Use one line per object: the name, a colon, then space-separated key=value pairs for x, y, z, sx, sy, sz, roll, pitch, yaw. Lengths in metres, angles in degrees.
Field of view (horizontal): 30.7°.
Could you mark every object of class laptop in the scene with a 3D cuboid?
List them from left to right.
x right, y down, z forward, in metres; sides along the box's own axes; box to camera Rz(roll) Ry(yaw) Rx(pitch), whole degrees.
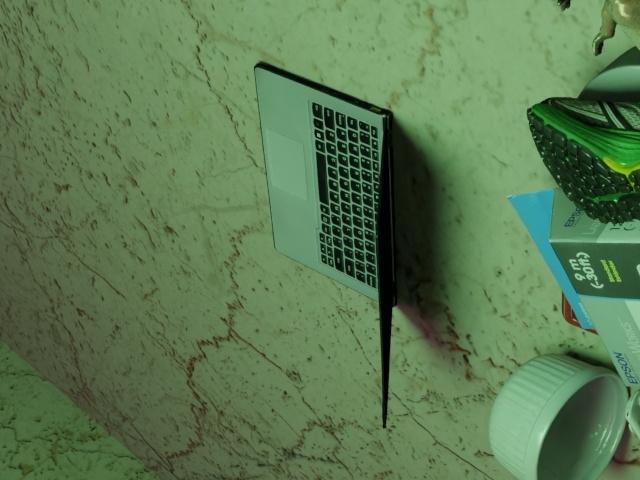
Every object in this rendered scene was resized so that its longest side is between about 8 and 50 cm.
laptop: x=0.000 y=0.000 z=1.759 sx=0.408 sy=0.236 sz=0.382 roll=26 pitch=138 yaw=31

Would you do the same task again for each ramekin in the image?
ramekin: x=0.333 y=0.259 z=1.666 sx=0.109 sy=0.207 sz=0.207 roll=28 pitch=140 yaw=43

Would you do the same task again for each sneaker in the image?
sneaker: x=0.360 y=-0.093 z=1.252 sx=0.343 sy=0.146 sz=0.134 roll=29 pitch=156 yaw=51

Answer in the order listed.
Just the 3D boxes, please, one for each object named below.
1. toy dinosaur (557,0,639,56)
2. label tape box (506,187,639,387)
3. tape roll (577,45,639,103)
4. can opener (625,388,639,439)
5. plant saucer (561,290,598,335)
toy dinosaur: x=0.358 y=-0.284 z=1.200 sx=0.200 sy=0.127 sz=0.295 roll=3 pitch=104 yaw=33
label tape box: x=0.388 y=0.060 z=1.378 sx=0.348 sy=0.115 sz=0.249 roll=-1 pitch=131 yaw=46
tape roll: x=0.401 y=-0.118 z=1.344 sx=0.219 sy=0.072 sz=0.219 roll=29 pitch=140 yaw=27
can opener: x=0.514 y=0.319 z=1.625 sx=0.093 sy=0.074 sz=0.280 roll=-16 pitch=110 yaw=52
plant saucer: x=0.417 y=0.055 z=1.511 sx=0.258 sy=0.048 sz=0.259 roll=23 pitch=138 yaw=34
